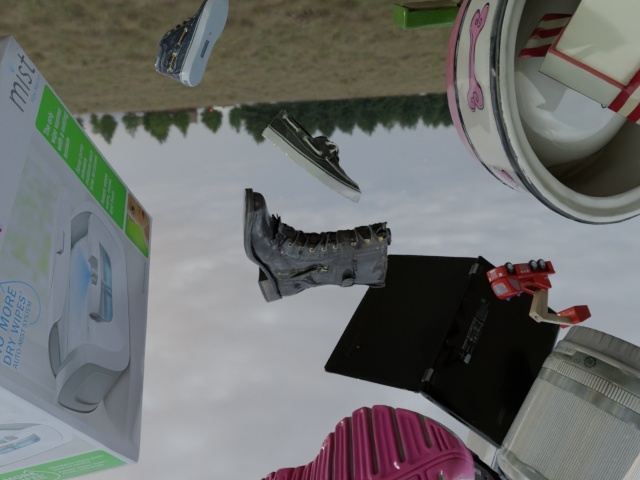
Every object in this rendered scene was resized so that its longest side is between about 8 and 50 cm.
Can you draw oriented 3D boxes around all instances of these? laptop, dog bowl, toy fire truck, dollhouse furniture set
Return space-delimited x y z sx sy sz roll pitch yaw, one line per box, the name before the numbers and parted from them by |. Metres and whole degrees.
laptop | 0.298 0.245 1.282 0.382 0.408 0.236 -57 -176 -31
dog bowl | 0.349 -0.234 0.719 0.408 0.407 0.150 -10 -165 -21
toy fire truck | 0.419 0.107 1.033 0.192 0.135 0.047 -3 158 -27
dollhouse furniture set | 0.241 -0.481 0.967 0.151 0.197 0.301 -5 -152 -5

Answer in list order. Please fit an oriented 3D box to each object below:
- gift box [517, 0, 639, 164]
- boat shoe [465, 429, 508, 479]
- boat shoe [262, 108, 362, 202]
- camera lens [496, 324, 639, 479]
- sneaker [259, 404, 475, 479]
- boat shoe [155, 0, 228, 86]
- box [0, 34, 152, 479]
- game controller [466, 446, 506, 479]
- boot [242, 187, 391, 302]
gift box | 0.375 -0.237 0.527 0.255 0.276 0.258 39 175 13
boat shoe | 0.504 0.658 1.538 0.158 0.340 0.127 10 -173 -9
boat shoe | -0.005 -0.151 0.945 0.219 0.070 0.078 40 -173 13
camera lens | 0.422 0.298 0.826 0.219 0.274 0.219 29 175 3
sneaker | 0.038 0.225 0.449 0.252 0.111 0.103 -42 -156 37
boat shoe | -0.237 -0.379 0.978 0.083 0.183 0.065 23 -179 13
box | -0.244 0.023 0.411 0.127 0.231 0.262 -15 -129 4
game controller | 0.265 0.478 1.015 0.067 0.166 0.319 2 177 -11
boot | 0.000 0.000 0.873 0.229 0.263 0.091 -10 -132 2
